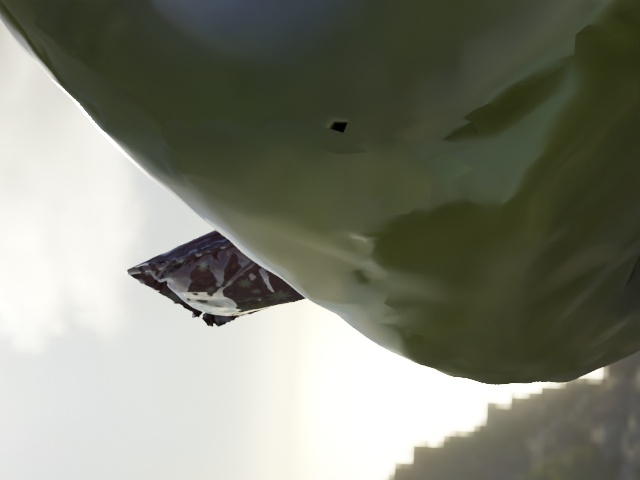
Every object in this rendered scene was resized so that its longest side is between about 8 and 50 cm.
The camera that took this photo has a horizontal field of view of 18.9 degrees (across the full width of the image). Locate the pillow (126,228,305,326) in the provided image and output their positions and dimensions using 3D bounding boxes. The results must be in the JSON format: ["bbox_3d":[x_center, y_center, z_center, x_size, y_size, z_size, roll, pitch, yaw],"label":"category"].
[{"bbox_3d":[0.000,0.000,0.985,0.118,0.185,0.043,36,-139,-66],"label":"pillow"}]

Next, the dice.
[{"bbox_3d":[0.047,-0.121,0.462,0.233,0.238,0.227,-48,-22,15],"label":"dice"}]
